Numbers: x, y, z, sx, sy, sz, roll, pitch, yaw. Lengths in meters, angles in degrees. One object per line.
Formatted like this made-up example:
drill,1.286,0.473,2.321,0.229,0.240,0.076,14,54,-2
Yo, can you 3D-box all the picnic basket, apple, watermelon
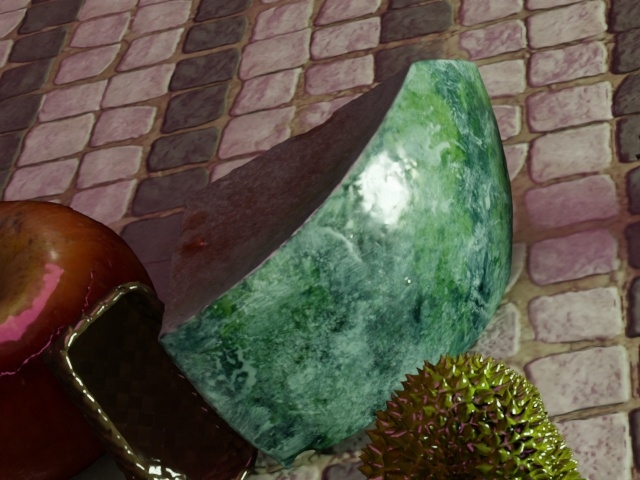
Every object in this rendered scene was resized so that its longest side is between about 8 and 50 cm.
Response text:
picnic basket,-0.135,0.128,1.452,0.110,0.193,0.055,-43,22,-32
apple,-0.265,0.099,1.555,0.272,0.206,0.251,-37,46,-20
watermelon,0.000,0.000,1.547,0.258,0.228,0.387,15,52,46

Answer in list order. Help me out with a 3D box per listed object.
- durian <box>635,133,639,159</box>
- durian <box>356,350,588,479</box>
durian,0.353,-0.093,1.510,0.167,0.196,0.196,-9,29,-16
durian,0.106,0.177,1.277,0.146,0.159,0.198,-20,64,19
